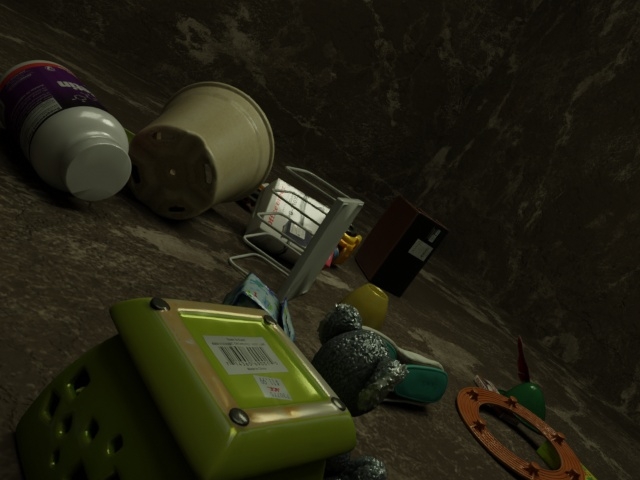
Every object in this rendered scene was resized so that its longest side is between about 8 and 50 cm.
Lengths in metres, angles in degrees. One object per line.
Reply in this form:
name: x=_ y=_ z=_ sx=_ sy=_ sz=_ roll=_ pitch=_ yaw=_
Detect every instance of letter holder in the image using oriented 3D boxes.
letter holder: x=0.287 y=0.013 z=1.918 sx=0.152 sy=0.301 sz=0.214 roll=29 pitch=14 yaw=-25

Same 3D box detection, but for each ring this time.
ring: x=0.489 y=0.468 z=1.271 sx=0.337 sy=0.032 sz=0.336 roll=24 pitch=18 yaw=-8

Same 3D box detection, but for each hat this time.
hat: x=0.639 y=0.435 z=1.531 sx=0.209 sy=0.183 sz=0.173 roll=30 pitch=14 yaw=-20

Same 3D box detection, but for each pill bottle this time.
pill bottle: x=-0.509 y=-0.217 z=1.043 sx=0.323 sy=0.181 sz=0.181 roll=42 pitch=15 yaw=30

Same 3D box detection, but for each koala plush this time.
koala plush: x=0.019 y=0.212 z=0.711 sx=0.203 sy=0.221 sz=0.196 roll=26 pitch=16 yaw=-33

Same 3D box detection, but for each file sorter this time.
file sorter: x=-0.059 y=-0.021 z=1.243 sx=0.173 sy=0.277 sz=0.193 roll=36 pitch=13 yaw=12

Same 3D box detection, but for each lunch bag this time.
lunch bag: x=-0.104 y=0.147 z=0.951 sx=0.151 sy=0.096 sz=0.129 roll=47 pitch=8 yaw=-9

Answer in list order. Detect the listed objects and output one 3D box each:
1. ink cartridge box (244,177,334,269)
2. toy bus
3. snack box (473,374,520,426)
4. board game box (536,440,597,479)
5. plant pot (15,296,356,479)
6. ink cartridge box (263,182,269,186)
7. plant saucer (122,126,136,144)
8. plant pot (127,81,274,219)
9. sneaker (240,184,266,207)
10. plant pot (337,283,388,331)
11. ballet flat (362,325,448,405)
ink cartridge box: x=-0.072 y=-0.038 z=1.472 sx=0.237 sy=0.171 sz=0.100 roll=29 pitch=-30 yaw=-23
toy bus: x=0.000 y=0.000 z=1.652 sx=0.220 sy=0.149 sz=0.211 roll=37 pitch=26 yaw=-1
snack box: x=0.498 y=0.452 z=1.483 sx=0.064 sy=0.022 sz=0.178 roll=32 pitch=13 yaw=-17
board game box: x=0.635 y=0.585 z=1.294 sx=0.092 sy=0.043 sz=0.181 roll=24 pitch=17 yaw=-38
plant pot: x=-0.117 y=0.186 z=0.505 sx=0.228 sy=0.207 sz=0.227 roll=17 pitch=22 yaw=-51
ink cartridge box: x=-0.097 y=-0.102 z=1.914 sx=0.296 sy=0.066 sz=0.261 roll=36 pitch=14 yaw=6
plant saucer: x=-0.546 y=-0.263 z=1.422 sx=0.188 sy=0.045 sz=0.188 roll=31 pitch=14 yaw=-13
plant pot: x=-0.311 y=-0.203 z=1.288 sx=0.334 sy=0.333 sz=0.305 roll=33 pitch=25 yaw=-6
sneaker: x=-0.257 y=-0.166 z=1.733 sx=0.215 sy=0.083 sz=0.084 roll=22 pitch=-5 yaw=45
plant pot: x=0.129 y=0.174 z=1.407 sx=0.134 sy=0.095 sz=0.134 roll=33 pitch=14 yaw=-9
ballet flat: x=0.110 y=0.254 z=1.059 sx=0.400 sy=0.139 sz=0.139 roll=28 pitch=14 yaw=-43
